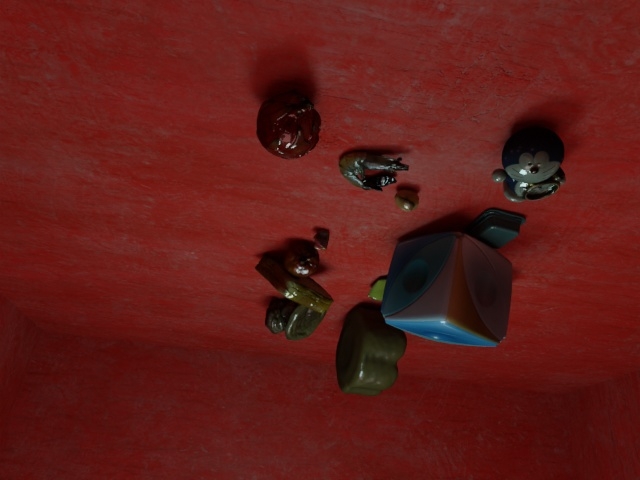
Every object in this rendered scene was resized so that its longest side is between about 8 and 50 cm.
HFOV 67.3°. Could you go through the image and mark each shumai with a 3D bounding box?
[{"bbox_3d":[-0.191,0.411,2.530,0.185,0.184,0.218,13,156,-9],"label":"shumai"}]

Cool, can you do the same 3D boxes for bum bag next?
[{"bbox_3d":[0.184,-0.187,1.549,0.124,0.034,0.058,-15,151,32],"label":"bum bag"}]

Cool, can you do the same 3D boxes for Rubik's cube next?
[{"bbox_3d":[0.473,0.188,1.798,0.352,0.348,0.351,24,161,-28],"label":"Rubik's cube"}]

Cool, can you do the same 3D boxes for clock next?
[{"bbox_3d":[0.581,-0.207,1.340,0.199,0.147,0.243,-8,153,13],"label":"clock"}]

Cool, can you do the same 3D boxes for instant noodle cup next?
[{"bbox_3d":[0.624,-0.034,1.721,0.157,0.070,0.179,13,151,-11],"label":"instant noodle cup"}]

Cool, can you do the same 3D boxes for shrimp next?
[{"bbox_3d":[0.163,-0.210,1.479,0.217,0.051,0.150,8,141,16],"label":"shrimp"}]

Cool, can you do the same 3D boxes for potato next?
[{"bbox_3d":[0.304,0.220,2.231,0.119,0.054,0.198,40,136,-7],"label":"potato"}]

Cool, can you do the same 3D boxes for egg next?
[{"bbox_3d":[0.284,-0.135,1.594,0.083,0.071,0.071,30,145,-13],"label":"egg"}]

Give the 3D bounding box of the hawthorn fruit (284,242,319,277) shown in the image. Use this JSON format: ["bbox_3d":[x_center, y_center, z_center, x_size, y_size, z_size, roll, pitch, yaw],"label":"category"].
[{"bbox_3d":[-0.082,0.088,1.991,0.148,0.148,0.172,10,167,-9],"label":"hawthorn fruit"}]

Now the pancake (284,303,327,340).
[{"bbox_3d":[-0.069,0.407,2.479,0.049,0.294,0.294,37,165,30],"label":"pancake"}]

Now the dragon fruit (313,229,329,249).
[{"bbox_3d":[0.000,0.000,1.871,0.060,0.083,0.056,15,155,-13],"label":"dragon fruit"}]

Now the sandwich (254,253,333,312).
[{"bbox_3d":[-0.104,0.197,2.087,0.301,0.271,0.099,32,96,-41],"label":"sandwich"}]

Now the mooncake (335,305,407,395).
[{"bbox_3d":[0.253,0.580,2.509,0.262,0.467,0.467,16,149,-13],"label":"mooncake"}]

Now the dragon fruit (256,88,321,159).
[{"bbox_3d":[-0.085,-0.301,1.261,0.172,0.173,0.209,7,159,-3],"label":"dragon fruit"}]
